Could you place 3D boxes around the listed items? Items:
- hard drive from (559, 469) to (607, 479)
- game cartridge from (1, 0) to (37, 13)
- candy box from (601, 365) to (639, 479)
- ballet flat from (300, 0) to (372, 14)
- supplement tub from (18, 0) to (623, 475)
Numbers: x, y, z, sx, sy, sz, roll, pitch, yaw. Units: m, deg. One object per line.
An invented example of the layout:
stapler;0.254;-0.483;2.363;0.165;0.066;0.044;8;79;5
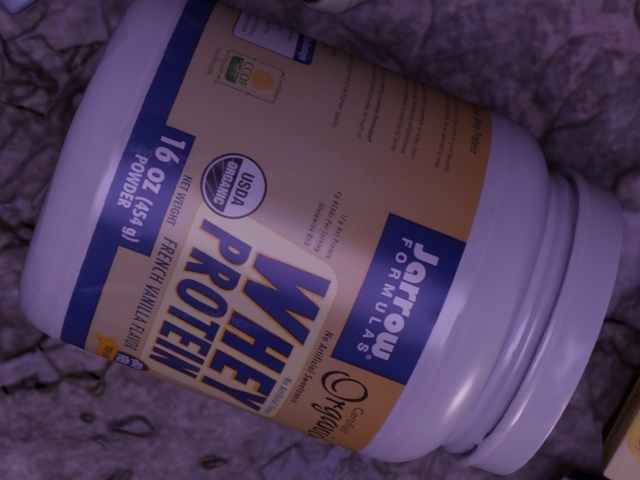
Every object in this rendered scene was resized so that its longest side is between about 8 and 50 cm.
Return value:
hard drive;0.199;0.293;1.028;0.172;0.054;0.254;18;108;-2
game cartridge;-0.198;-0.316;0.880;0.196;0.060;0.294;-31;103;11
candy box;0.371;0.138;0.950;0.317;0.087;0.182;25;108;3
ballet flat;0.028;-0.266;0.887;0.086;0.086;0.248;5;106;-2
supplement tub;0.000;0.000;0.870;0.316;0.228;0.228;21;103;-5
